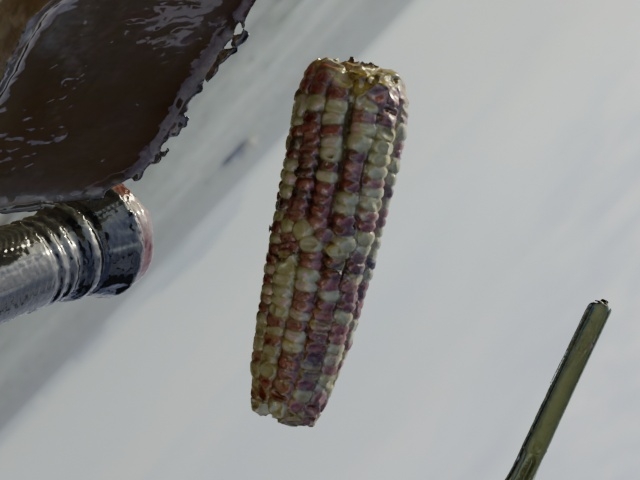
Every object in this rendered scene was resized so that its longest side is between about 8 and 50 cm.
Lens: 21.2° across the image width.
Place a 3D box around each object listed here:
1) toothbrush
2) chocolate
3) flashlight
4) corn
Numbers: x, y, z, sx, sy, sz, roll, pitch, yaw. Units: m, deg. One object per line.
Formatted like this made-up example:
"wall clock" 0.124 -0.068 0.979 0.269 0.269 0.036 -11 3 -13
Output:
"toothbrush" 0.172 0.181 1.411 0.294 0.026 0.028 -63 161 -4
"chocolate" -0.152 -0.116 1.075 0.161 0.083 0.261 -5 150 -38
"flashlight" -0.213 0.022 1.192 0.093 0.093 0.232 -44 170 34
"corn" 0.000 0.000 1.087 0.079 0.079 0.237 -100 -155 -86
